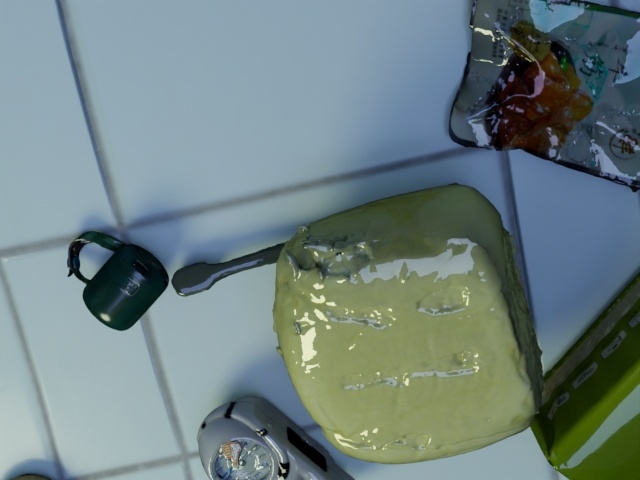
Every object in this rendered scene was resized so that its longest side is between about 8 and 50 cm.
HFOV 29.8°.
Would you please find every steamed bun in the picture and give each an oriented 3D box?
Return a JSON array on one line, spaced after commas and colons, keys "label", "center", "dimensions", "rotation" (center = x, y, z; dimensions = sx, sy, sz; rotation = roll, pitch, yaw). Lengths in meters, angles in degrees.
[{"label": "steamed bun", "center": [0.078, 0.068, 1.113], "dimensions": [0.231, 0.166, 0.273], "rotation": [-16, 118, 11]}]

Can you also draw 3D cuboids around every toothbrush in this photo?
[{"label": "toothbrush", "center": [0.000, 0.000, 1.162], "dimensions": [0.297, 0.030, 0.030], "rotation": [-17, 87, 0]}]

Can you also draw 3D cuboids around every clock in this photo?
[{"label": "clock", "center": [-0.059, 0.240, 1.198], "dimensions": [0.176, 0.080, 0.117], "rotation": [43, 100, -14]}]

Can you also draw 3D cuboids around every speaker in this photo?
[{"label": "speaker", "center": [-0.197, 0.033, 1.153], "dimensions": [0.075, 0.060, 0.094], "rotation": [-47, 67, 9]}]

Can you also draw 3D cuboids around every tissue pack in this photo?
[{"label": "tissue pack", "center": [0.361, 0.140, 1.147], "dimensions": [0.200, 0.167, 0.275], "rotation": [38, 99, -12]}]

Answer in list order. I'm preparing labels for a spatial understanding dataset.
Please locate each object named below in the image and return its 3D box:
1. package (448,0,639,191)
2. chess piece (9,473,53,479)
[{"label": "package", "center": [0.238, -0.145, 1.131], "dimensions": [0.231, 0.040, 0.166], "rotation": [14, 103, -8]}, {"label": "chess piece", "center": [-0.294, 0.278, 1.217], "dimensions": [0.083, 0.038, 0.084], "rotation": [-1, 104, -5]}]
